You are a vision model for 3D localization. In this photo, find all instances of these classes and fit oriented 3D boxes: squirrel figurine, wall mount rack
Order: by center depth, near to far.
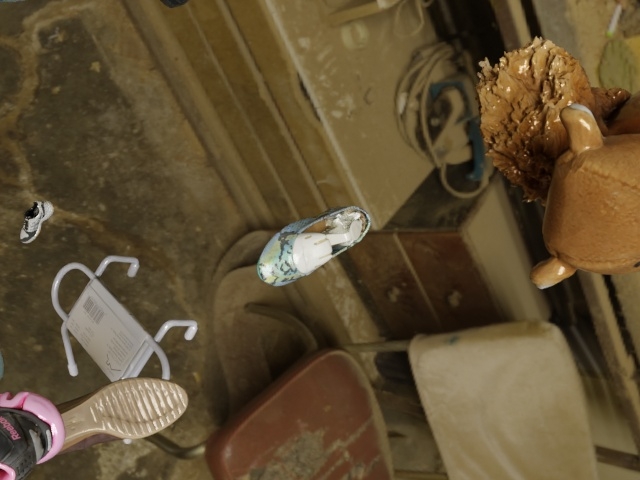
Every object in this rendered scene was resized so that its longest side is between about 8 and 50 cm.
[{"bbox_3d":[0.339,-0.073,0.780,0.370,0.397,0.281,-18,124,-35],"label":"squirrel figurine"},{"bbox_3d":[-0.394,0.211,1.315,0.304,0.350,0.130,-56,152,12],"label":"wall mount rack"}]

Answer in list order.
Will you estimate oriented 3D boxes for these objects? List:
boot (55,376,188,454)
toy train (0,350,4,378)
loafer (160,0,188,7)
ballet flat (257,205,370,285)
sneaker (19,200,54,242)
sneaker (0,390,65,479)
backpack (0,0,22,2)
[{"bbox_3d":[-0.342,0.274,1.074,0.248,0.207,0.090,-11,81,-21],"label":"boot"},{"bbox_3d":[-0.330,0.009,0.431,0.142,0.190,0.334,-44,144,-45],"label":"toy train"},{"bbox_3d":[-0.111,-0.269,0.614,0.062,0.170,0.061,46,61,-12],"label":"loafer"},{"bbox_3d":[0.000,0.000,0.846,0.188,0.070,0.070,-36,116,-47],"label":"ballet flat"},{"bbox_3d":[-0.470,-0.033,1.111,0.083,0.032,0.037,-54,158,11],"label":"sneaker"},{"bbox_3d":[-0.185,0.100,0.318,0.057,0.119,0.047,-91,176,-71],"label":"sneaker"},{"bbox_3d":[-0.345,-0.410,0.783,0.225,0.191,0.254,-43,132,-48],"label":"backpack"}]
